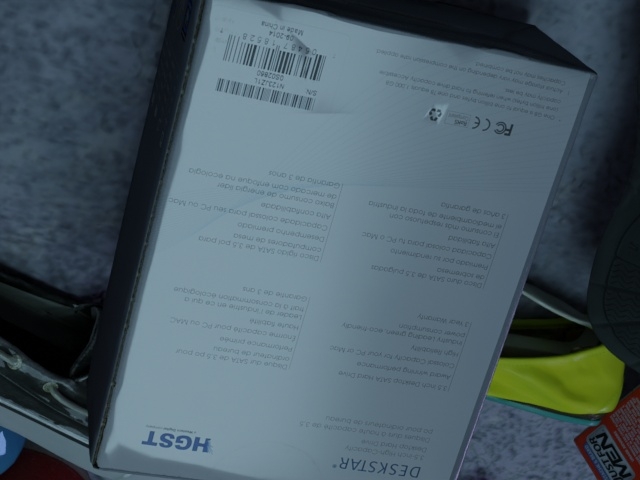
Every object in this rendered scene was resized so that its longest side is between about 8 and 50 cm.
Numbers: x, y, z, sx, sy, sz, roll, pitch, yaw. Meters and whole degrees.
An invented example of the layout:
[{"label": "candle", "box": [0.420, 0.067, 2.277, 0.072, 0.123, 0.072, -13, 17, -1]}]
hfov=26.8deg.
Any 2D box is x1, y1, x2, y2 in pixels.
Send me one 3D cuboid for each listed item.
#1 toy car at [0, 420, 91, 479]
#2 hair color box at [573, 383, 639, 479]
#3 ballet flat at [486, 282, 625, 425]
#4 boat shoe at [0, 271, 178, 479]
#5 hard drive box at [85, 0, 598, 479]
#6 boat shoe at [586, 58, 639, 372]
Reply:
[{"label": "toy car", "box": [-0.233, 0.235, 0.773, 0.210, 0.238, 0.219, -12, 135, 2]}, {"label": "hair color box", "box": [0.249, 0.095, 0.828, 0.093, 0.053, 0.167, 4, 139, -45]}, {"label": "ballet flat", "box": [0.078, 0.055, 0.777, 0.231, 0.077, 0.077, 9, 111, -21]}, {"label": "boat shoe", "box": [-0.130, 0.075, 0.747, 0.219, 0.078, 0.070, 25, 127, -27]}, {"label": "hard drive box", "box": [0.000, 0.000, 0.634, 0.181, 0.089, 0.232, 10, 111, -17]}, {"label": "boat shoe", "box": [0.222, -0.064, 0.662, 0.118, 0.103, 0.320, 28, 134, 22]}]
